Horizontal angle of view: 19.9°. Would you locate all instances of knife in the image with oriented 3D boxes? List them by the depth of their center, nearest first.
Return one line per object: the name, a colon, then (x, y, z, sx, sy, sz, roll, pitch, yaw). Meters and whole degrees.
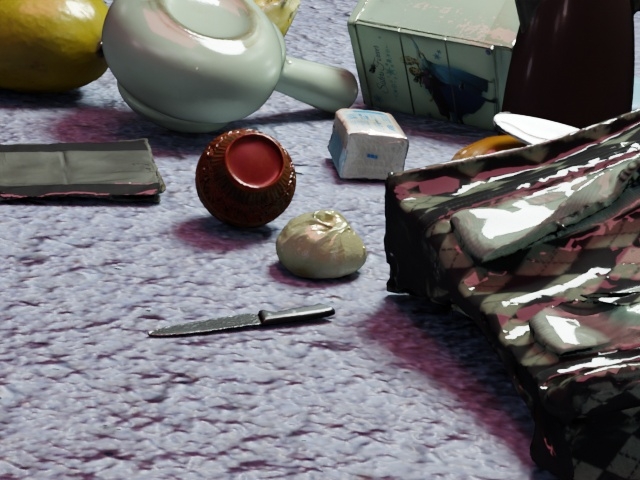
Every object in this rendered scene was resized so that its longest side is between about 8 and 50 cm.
knife: (-0.066, 0.068, 1.547, 0.170, 0.010, 0.023, -7, 23, -25)
knife: (0.319, -0.052, 1.765, 0.336, 0.043, 0.081, 35, 47, 19)

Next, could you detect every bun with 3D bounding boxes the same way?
bun: (0.000, 0.000, 1.688, 0.086, 0.054, 0.086, 4, 20, -2)

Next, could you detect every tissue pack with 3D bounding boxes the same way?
tissue pack: (0.051, -0.105, 1.991, 0.074, 0.058, 0.094, 4, 19, -10)

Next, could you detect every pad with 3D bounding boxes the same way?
pad: (-0.282, -0.071, 1.879, 0.233, 0.022, 0.174, -2, 21, -14)

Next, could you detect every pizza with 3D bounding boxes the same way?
pizza: (-0.118, -0.265, 2.399, 0.188, 0.080, 0.204, -14, 24, 18)

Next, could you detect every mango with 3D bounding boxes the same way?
mango: (-0.396, -0.251, 2.199, 0.332, 0.142, 0.195, 4, 14, 20)

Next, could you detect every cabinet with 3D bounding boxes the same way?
cabinet: (0.162, -0.240, 2.198, 0.206, 0.145, 0.150, 14, 54, 23)

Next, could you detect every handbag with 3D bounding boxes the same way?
handbag: (0.245, 0.043, 1.484, 0.317, 0.180, 0.416, -11, 28, -18)

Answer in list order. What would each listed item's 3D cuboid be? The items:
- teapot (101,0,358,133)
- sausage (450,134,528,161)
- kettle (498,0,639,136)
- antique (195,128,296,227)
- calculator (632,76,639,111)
teapot: (-0.098, -0.194, 2.087, 0.318, 0.149, 0.220, 18, 39, -11)
sausage: (0.267, -0.057, 1.847, 0.274, 0.105, 0.105, 3, 19, -4)
kettle: (0.298, -0.182, 2.008, 0.202, 0.232, 0.144, 2, 21, -10)
antique: (-0.073, -0.060, 1.780, 0.104, 0.104, 0.104, 4, 19, -1)
calculator: (0.310, -0.182, 2.297, 0.303, 0.042, 0.188, 8, 20, 8)
